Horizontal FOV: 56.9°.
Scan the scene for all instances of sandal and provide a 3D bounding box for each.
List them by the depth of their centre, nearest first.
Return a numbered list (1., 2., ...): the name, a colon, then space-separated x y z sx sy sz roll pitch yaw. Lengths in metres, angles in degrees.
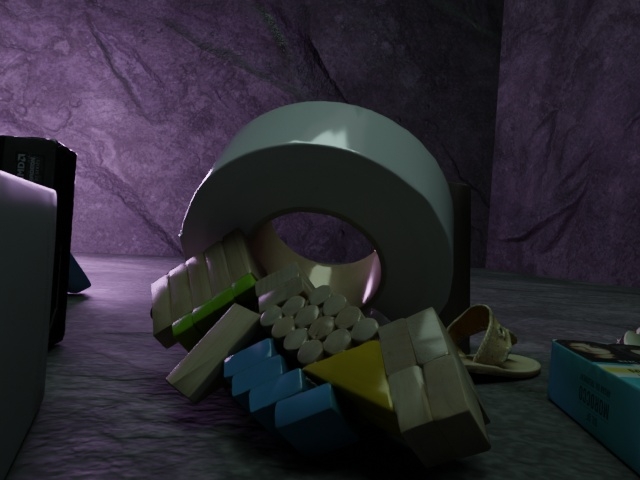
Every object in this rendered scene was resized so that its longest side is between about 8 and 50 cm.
1. sandal: 0.177 0.113 0.674 0.240 0.079 0.088 3 1 -38

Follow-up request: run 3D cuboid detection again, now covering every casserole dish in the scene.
1. casserole dish: -0.505 0.034 1.108 0.114 0.188 0.037 16 51 30

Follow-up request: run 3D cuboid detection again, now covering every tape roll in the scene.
1. tape roll: 0.000 0.000 0.641 0.286 0.286 0.100 4 38 10

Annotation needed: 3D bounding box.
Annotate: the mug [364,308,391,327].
1. mug: 0.052 0.116 0.590 0.062 0.064 0.078 38 -16 43

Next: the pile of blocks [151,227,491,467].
1. pile of blocks: -0.019 0.106 0.477 0.362 0.149 0.113 19 -30 51

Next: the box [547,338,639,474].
1. box: 0.270 0.132 0.466 0.100 0.060 0.244 4 1 3

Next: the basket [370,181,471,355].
1. basket: 0.138 0.034 0.826 0.154 0.227 0.204 4 0 14

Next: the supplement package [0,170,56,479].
1. supplement package: -0.252 0.043 0.310 0.177 0.176 0.293 4 1 -18

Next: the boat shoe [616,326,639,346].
1. boat shoe: 0.414 0.146 0.786 0.043 0.049 0.137 -44 -22 26

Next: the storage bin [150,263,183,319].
1. storage bin: -0.130 0.093 0.747 0.091 0.098 0.135 37 19 30

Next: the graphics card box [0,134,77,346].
1. graphics card box: -0.471 -0.005 0.641 0.370 0.233 0.094 4 -3 -8
